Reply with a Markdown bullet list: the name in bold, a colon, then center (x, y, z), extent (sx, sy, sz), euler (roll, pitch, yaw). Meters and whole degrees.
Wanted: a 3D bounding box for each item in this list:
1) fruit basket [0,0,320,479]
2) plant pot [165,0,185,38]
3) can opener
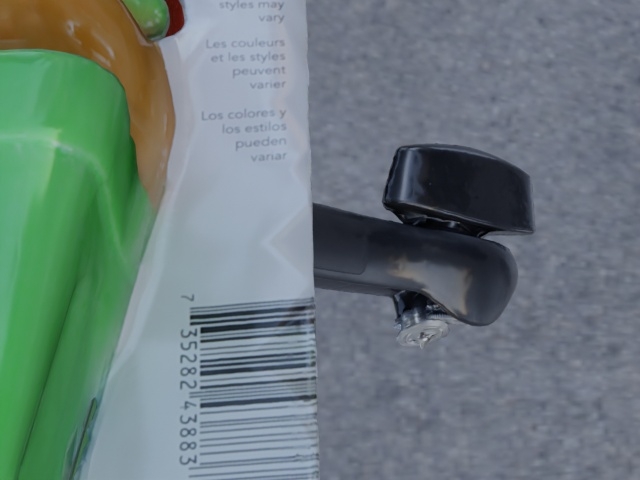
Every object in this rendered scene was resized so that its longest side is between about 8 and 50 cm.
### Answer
- **fruit basket**: center (-0.166, -0.061, 0.496), extent (0.165, 0.327, 0.353), euler (91, 177, -57)
- **plant pot**: center (-0.215, -0.144, 0.794), extent (0.272, 0.272, 0.265), euler (-68, 22, 14)
- **can opener**: center (0.000, 0.000, 0.586), extent (0.059, 0.186, 0.073), euler (-22, 68, 54)
